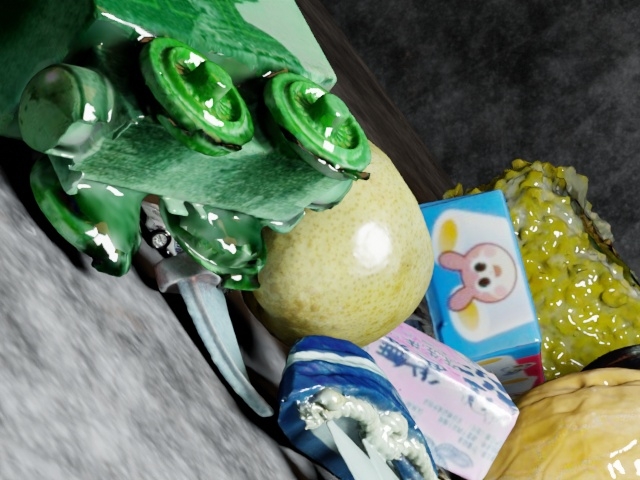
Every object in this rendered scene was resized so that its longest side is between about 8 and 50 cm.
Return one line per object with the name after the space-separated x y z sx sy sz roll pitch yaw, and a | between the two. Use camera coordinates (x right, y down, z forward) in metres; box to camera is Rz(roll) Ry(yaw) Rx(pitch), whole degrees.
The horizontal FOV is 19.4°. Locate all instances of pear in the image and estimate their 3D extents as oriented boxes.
0.000 0.000 1.333 0.167 0.136 0.167 59 -15 27 | pear

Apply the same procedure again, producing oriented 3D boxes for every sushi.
0.294 0.058 2.455 0.351 0.240 0.396 54 12 9 | sushi

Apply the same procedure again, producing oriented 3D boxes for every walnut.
0.248 0.207 1.653 0.195 0.221 0.195 -12 90 -88 | walnut

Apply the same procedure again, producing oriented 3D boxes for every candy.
0.068 0.111 1.446 0.160 0.073 0.092 30 9 -9 | candy
0.158 0.069 1.830 0.306 0.100 0.157 59 18 -72 | candy

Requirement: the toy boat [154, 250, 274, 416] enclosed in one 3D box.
-0.065 0.068 1.239 0.122 0.034 0.096 62 12 11 | toy boat

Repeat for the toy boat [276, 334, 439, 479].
0.060 0.192 1.254 0.292 0.070 0.210 59 12 11 | toy boat

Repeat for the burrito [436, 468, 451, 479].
0.104 0.219 1.426 0.149 0.041 0.055 52 -5 23 | burrito

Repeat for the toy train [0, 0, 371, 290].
-0.094 -0.085 1.169 0.266 0.145 0.202 10 44 -50 | toy train

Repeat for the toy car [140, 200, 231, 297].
-0.096 0.005 1.322 0.093 0.025 0.041 48 8 -28 | toy car

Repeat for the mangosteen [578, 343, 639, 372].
0.386 0.258 2.058 0.300 0.300 0.300 50 8 -10 | mangosteen

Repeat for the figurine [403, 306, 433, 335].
0.065 0.060 1.810 0.086 0.087 0.149 -90 157 -68 | figurine
